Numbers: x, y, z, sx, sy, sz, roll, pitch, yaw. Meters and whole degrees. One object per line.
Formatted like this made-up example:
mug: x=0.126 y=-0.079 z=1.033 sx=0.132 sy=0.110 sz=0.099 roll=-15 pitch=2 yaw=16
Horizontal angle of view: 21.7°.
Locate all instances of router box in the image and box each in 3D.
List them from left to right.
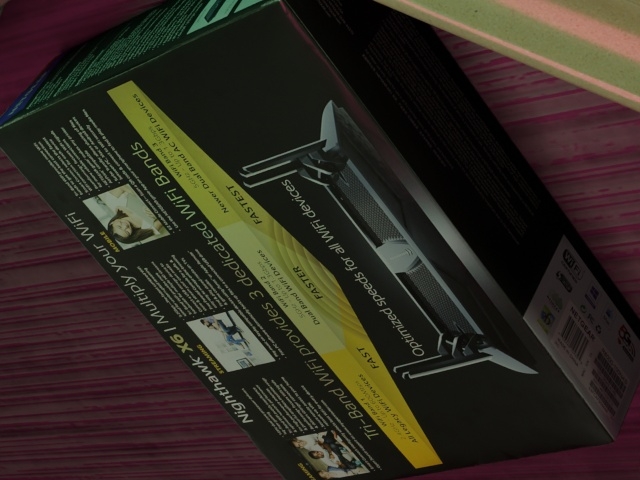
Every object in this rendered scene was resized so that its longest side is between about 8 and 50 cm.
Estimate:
router box: x=0.000 y=0.000 z=0.933 sx=0.243 sy=0.081 sz=0.309 roll=-17 pitch=120 yaw=42

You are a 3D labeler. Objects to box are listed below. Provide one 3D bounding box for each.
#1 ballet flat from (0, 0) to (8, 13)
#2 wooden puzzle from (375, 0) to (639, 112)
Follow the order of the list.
ballet flat: x=-0.198 y=-0.227 z=0.794 sx=0.182 sy=0.164 sz=0.483 roll=2 pitch=133 yaw=4
wooden puzzle: x=0.054 y=-0.223 z=0.644 sx=0.322 sy=0.080 sz=0.348 roll=24 pitch=152 yaw=12
